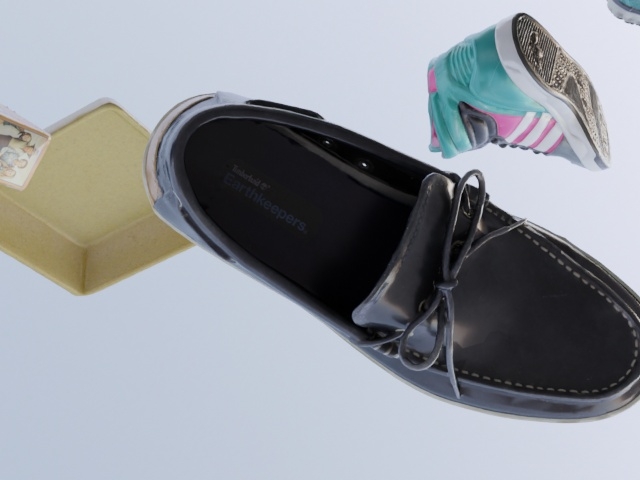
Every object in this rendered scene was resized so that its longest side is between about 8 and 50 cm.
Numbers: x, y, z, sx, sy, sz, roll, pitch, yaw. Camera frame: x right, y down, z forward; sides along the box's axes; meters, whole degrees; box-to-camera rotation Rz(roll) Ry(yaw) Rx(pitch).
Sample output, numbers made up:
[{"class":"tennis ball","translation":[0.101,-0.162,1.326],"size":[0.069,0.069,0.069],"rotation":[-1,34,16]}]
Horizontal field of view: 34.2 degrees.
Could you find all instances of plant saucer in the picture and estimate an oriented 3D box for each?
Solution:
[{"class":"plant saucer","translation":[-0.332,-0.071,1.526],"size":[0.333,0.333,0.081],"rotation":[42,-149,-49]}]

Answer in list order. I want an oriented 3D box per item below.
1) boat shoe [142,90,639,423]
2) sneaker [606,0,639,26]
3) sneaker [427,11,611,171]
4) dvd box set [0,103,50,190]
[{"class":"boat shoe","translation":[0.077,0.022,0.894],"size":[0.500,0.156,0.186],"rotation":[28,-94,-6]},{"class":"sneaker","translation":[0.368,-0.332,1.185],"size":[0.107,0.110,0.275],"rotation":[-13,-136,-4]},{"class":"sneaker","translation":[0.216,-0.144,1.223],"size":[0.295,0.179,0.123],"rotation":[33,-129,-46]},{"class":"dvd box set","translation":[-0.449,-0.169,0.783],"size":[0.308,0.420,0.062],"rotation":[29,-87,28]}]
